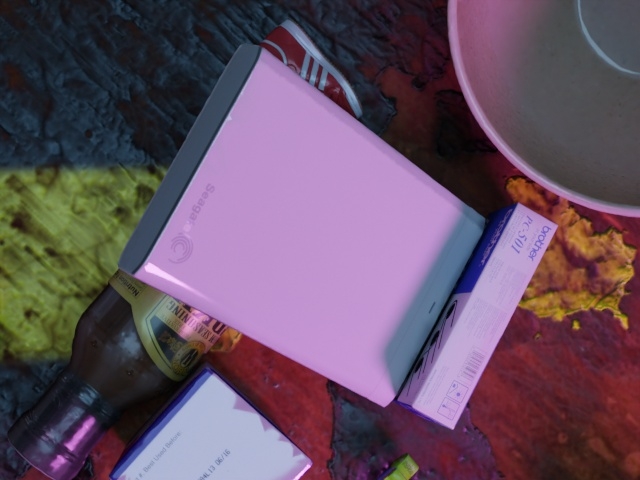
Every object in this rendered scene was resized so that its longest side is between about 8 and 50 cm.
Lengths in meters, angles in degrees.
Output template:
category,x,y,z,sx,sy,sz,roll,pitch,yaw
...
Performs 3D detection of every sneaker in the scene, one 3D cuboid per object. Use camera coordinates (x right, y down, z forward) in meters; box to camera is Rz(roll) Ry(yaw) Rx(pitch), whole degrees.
category,x,y,z,sx,sy,sz,roll,pitch,yaw
sneaker,-0.017,-0.147,1.015,0.067,0.042,0.118,-40,83,-12

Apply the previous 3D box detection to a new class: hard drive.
category,x,y,z,sx,sy,sz,roll,pitch,yaw
hard drive,0.000,0.000,0.918,0.307,0.040,0.203,33,84,-39

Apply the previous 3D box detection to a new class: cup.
category,x,y,z,sx,sy,sz,roll,pitch,yaw
cup,0.296,-0.210,0.936,0.331,0.237,0.331,6,108,17

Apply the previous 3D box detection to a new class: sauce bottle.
category,x,y,z,sx,sy,sz,roll,pitch,yaw
sauce bottle,-0.137,0.061,0.950,0.111,0.111,0.344,39,86,-2

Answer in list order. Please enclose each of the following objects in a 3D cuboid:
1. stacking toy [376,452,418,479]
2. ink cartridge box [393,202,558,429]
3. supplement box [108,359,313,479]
category,x,y,z,sx,sy,sz,roll,pitch,yaw
stacking toy,0.055,0.327,0.983,0.221,0.052,0.167,-42,93,-10
ink cartridge box,0.140,0.069,0.988,0.046,0.097,0.207,29,83,-4
supplement box,-0.093,0.177,0.889,0.114,0.220,0.111,43,82,-3
